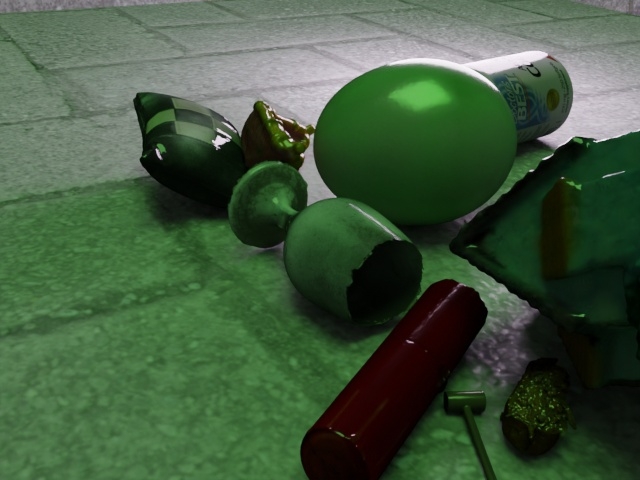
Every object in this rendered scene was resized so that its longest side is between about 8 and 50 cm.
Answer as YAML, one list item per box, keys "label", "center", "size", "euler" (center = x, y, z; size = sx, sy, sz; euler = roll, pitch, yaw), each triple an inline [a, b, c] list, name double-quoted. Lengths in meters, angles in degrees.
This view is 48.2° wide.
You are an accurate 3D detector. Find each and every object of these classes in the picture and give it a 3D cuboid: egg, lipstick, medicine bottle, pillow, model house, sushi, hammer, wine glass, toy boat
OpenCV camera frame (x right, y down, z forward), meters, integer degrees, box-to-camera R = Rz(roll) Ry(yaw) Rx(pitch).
- label: "egg"
  center: [0.125, -0.128, 0.954]
  size: [0.269, 0.220, 0.220]
  euler: [-6, 29, -5]
- label: "lipstick"
  center: [0.076, 0.121, 0.644]
  size: [0.073, 0.073, 0.279]
  euler: [17, 31, 24]
- label: "medicine bottle"
  center: [0.291, -0.231, 1.229]
  size: [0.288, 0.157, 0.157]
  euler: [-19, 35, -35]
- label: "pillow"
  center: [-0.181, -0.127, 1.030]
  size: [0.186, 0.106, 0.250]
  euler: [23, 22, -25]
- label: "model house"
  center: [0.265, 0.041, 0.673]
  size: [0.280, 0.230, 0.248]
  euler: [12, -18, -40]
- label: "sushi"
  center: [0.190, 0.142, 0.624]
  size: [0.061, 0.060, 0.118]
  euler: [12, 30, 6]
- label: "hammer"
  center: [0.135, 0.170, 0.612]
  size: [0.035, 0.019, 0.110]
  euler: [-1, 31, -6]
- label: "wine glass"
  center: [0.000, 0.000, 0.805]
  size: [0.126, 0.126, 0.241]
  euler: [-15, 30, -30]
- label: "toy boat"
  center: [-0.061, -0.138, 1.038]
  size: [0.099, 0.141, 0.318]
  euler: [-23, 11, 6]
